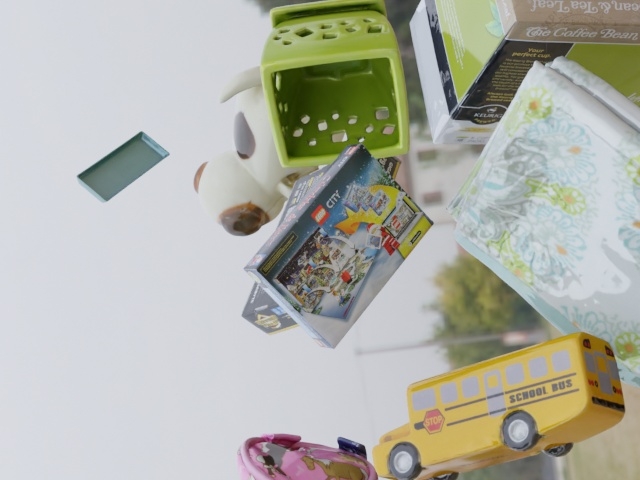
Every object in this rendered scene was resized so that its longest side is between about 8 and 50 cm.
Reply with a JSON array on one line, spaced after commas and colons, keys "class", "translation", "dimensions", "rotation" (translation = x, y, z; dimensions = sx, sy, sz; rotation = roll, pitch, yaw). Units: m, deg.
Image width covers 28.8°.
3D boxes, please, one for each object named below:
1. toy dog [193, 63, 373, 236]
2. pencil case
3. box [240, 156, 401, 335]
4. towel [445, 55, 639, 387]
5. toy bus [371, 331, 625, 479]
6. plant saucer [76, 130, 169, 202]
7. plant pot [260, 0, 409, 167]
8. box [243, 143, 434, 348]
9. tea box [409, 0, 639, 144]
[{"class": "toy dog", "translation": [-0.117, -0.194, 2.877], "dimensions": [0.284, 0.408, 0.395], "rotation": [46, -156, 28]}, {"class": "pencil case", "translation": [-0.039, 0.407, 1.383], "dimensions": [0.167, 0.160, 0.386], "rotation": [-32, -47, -65]}, {"class": "box", "translation": [0.000, 0.000, 2.266], "dimensions": [0.079, 0.257, 0.322], "rotation": [35, -122, -25]}, {"class": "towel", "translation": [0.357, -0.017, 1.583], "dimensions": [0.090, 0.374, 0.320], "rotation": [-39, -18, -39]}, {"class": "toy bus", "translation": [0.224, 0.230, 1.632], "dimensions": [0.108, 0.332, 0.130], "rotation": [19, -123, -49]}, {"class": "plant saucer", "translation": [-0.330, -0.122, 2.085], "dimensions": [0.192, 0.067, 0.018], "rotation": [-46, -7, -49]}, {"class": "plant pot", "translation": [0.025, -0.277, 2.085], "dimensions": [0.207, 0.227, 0.228], "rotation": [-93, -5, -46]}, {"class": "box", "translation": [0.028, 0.007, 1.682], "dimensions": [0.159, 0.233, 0.044], "rotation": [46, 161, -19]}, {"class": "tea box", "translation": [0.340, -0.302, 1.757], "dimensions": [0.323, 0.329, 0.220], "rotation": [123, 142, -60]}]
